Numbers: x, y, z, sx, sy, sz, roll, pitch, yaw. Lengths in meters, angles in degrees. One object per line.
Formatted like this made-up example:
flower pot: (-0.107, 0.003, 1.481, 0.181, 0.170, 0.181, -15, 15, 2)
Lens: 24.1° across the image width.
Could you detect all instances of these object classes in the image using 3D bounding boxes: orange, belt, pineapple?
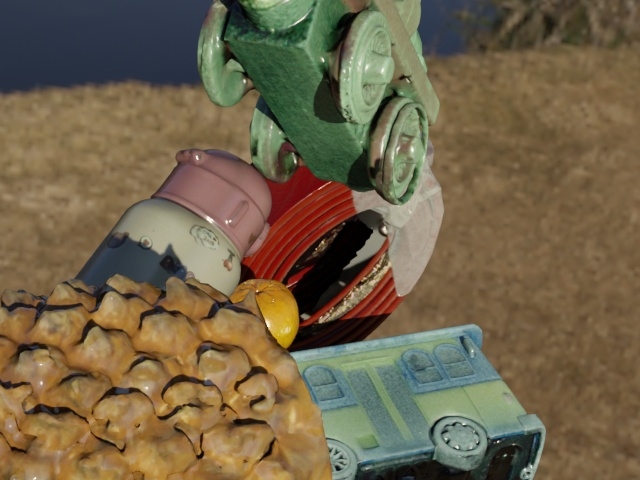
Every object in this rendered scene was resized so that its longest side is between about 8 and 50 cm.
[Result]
orange: (-0.060, 0.075, 1.439, 0.083, 0.070, 0.083, -6, 43, 6)
belt: (0.000, 0.000, 1.676, 0.227, 0.324, 0.115, 25, 21, -40)
pineapple: (-0.188, 0.123, 0.804, 0.357, 0.223, 0.223, 3, 23, -25)

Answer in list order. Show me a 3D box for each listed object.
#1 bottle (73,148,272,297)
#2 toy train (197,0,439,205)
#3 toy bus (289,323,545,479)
bottle: (-0.126, 0.031, 1.172, 0.110, 0.110, 0.233, 24, 66, 28)
toy train: (0.014, -0.166, 1.166, 0.150, 0.221, 0.304, 9, -21, 20)
toy bus: (0.052, 0.210, 1.541, 0.312, 0.152, 0.190, -7, 41, -22)
